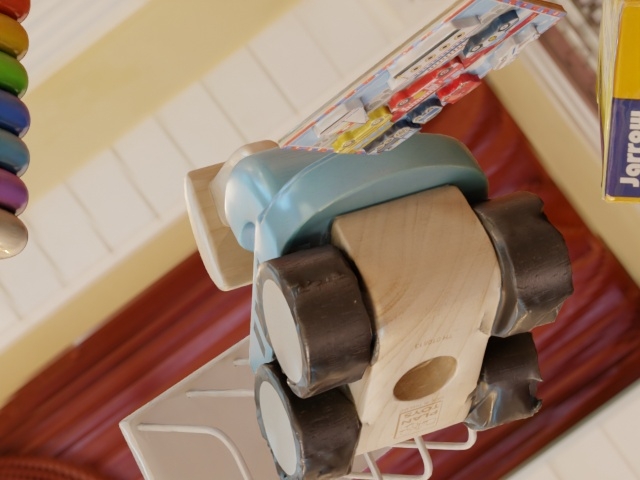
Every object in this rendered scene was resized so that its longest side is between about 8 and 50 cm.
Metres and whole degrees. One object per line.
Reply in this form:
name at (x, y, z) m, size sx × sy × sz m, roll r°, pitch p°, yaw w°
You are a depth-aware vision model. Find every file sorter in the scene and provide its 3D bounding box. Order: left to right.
file sorter at (-0.013, 0.194, 1.542) m, size 0.173 × 0.277 × 0.193 m, roll -7°, pitch 111°, yaw 53°

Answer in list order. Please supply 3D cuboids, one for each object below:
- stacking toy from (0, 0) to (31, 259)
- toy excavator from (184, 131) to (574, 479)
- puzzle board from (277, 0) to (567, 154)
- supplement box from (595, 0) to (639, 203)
stacking toy at (-0.307, -0.155, 1.386) m, size 0.141 × 0.141 × 0.330 m, roll 40°, pitch -124°, yaw -71°
toy excavator at (0.000, 0.000, 1.376) m, size 0.433 × 0.222 × 0.445 m, roll 96°, pitch 153°, yaw -52°
puzzle board at (0.051, -0.077, 0.757) m, size 0.096 × 0.128 × 0.011 m, roll -4°, pitch -119°, yaw -58°
supplement box at (0.417, -0.154, 1.310) m, size 0.194 × 0.356 × 0.195 m, roll -79°, pitch -11°, yaw -55°
